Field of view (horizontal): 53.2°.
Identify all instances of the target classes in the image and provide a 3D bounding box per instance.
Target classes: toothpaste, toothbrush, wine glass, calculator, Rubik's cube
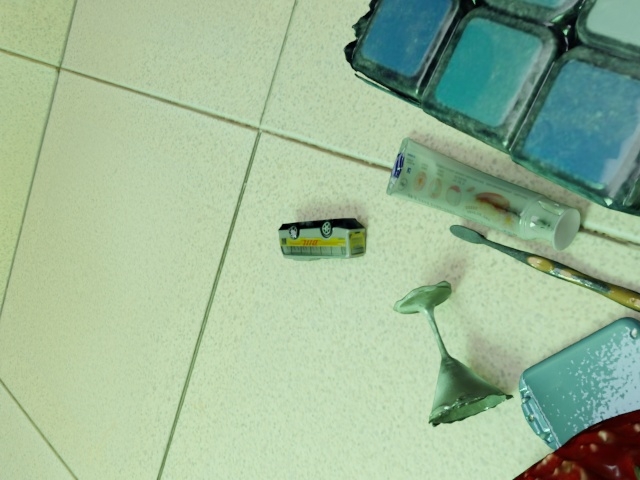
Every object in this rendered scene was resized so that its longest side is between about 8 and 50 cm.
[{"bbox_3d":[0.219,-0.068,0.937,0.323,0.066,0.100,30,109,46],"label":"toothpaste"},{"bbox_3d":[0.308,0.036,0.858,0.321,0.031,0.023,27,103,42],"label":"toothbrush"},{"bbox_3d":[0.179,0.159,0.910,0.122,0.122,0.183,-36,56,33],"label":"wine glass"},{"bbox_3d":[0.345,0.183,0.797,0.210,0.039,0.121,-41,59,31],"label":"calculator"},{"bbox_3d":[0.310,-0.232,0.678,0.359,0.363,0.362,35,106,42],"label":"Rubik's cube"}]

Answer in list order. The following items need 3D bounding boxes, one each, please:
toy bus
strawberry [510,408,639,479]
[{"bbox_3d":[0.000,0.000,1.129,0.172,0.057,0.072,-3,91,42],"label":"toy bus"},{"bbox_3d":[0.307,0.342,0.672,0.317,0.295,0.345,-62,9,-31],"label":"strawberry"}]
